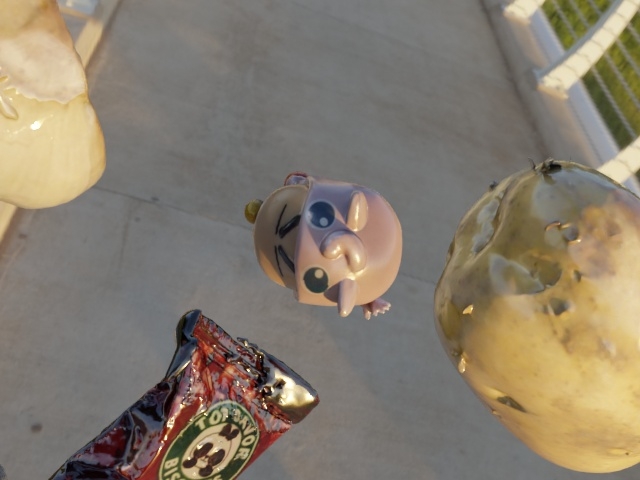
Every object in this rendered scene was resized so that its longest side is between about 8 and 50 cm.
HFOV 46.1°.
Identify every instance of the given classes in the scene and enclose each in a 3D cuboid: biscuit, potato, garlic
[{"bbox_3d":[-0.123,0.162,0.560,0.063,0.235,0.151,47,-1,41],"label":"biscuit"},{"bbox_3d":[0.139,0.058,0.444,0.128,0.234,0.161,-40,64,-18],"label":"potato"},{"bbox_3d":[-0.241,-0.106,0.470,0.143,0.178,0.229,-49,124,-28],"label":"garlic"}]

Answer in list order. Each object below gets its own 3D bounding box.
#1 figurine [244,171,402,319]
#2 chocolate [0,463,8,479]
[{"bbox_3d":[0.000,0.000,0.929,0.186,0.176,0.287,-1,15,-1],"label":"figurine"},{"bbox_3d":[-0.197,0.120,0.329,0.072,0.167,0.072,25,59,-49],"label":"chocolate"}]
